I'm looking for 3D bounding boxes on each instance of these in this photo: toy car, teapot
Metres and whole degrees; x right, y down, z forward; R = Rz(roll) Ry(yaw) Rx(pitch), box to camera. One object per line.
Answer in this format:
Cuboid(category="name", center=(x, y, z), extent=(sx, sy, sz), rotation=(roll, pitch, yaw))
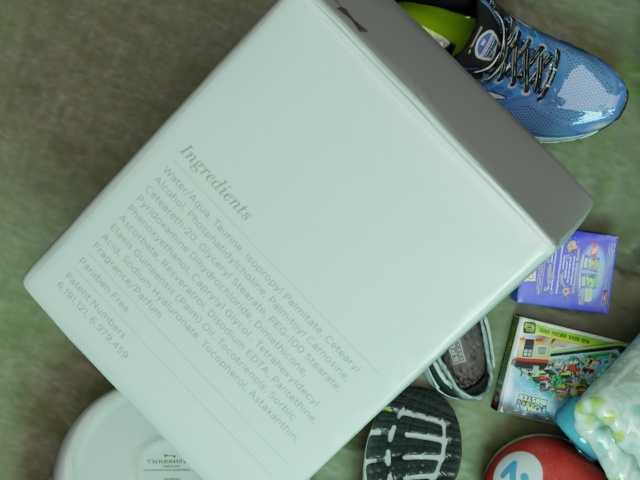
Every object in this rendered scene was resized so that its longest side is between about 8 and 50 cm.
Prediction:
Cuboid(category="toy car", center=(0.277, 0.321, 1.604), extent=(0.210, 0.238, 0.219), rotation=(42, 97, -9))
Cuboid(category="teapot", center=(-0.165, 0.279, 1.609), extent=(0.256, 0.187, 0.252), rotation=(36, 59, 11))

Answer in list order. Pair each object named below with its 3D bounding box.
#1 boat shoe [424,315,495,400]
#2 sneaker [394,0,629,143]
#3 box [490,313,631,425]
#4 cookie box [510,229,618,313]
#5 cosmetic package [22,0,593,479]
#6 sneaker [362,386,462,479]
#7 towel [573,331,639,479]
Cuboid(category="boat shoe", center=(0.122, 0.032, 1.667), extent=(0.113, 0.105, 0.306), rotation=(-13, 93, -6))
Cuboid(category="sneaker", center=(0.183, -0.192, 1.649), extent=(0.330, 0.147, 0.129), rotation=(16, 89, -7))
Cuboid(category="box", center=(0.310, 0.163, 1.725), extent=(0.207, 0.036, 0.114), rotation=(14, 90, -6))
Cuboid(category="cookie box", center=(0.277, 0.031, 1.716), extent=(0.107, 0.040, 0.091), rotation=(8, 91, -7))
Cuboid(category="cosmetic package", center=(0.000, 0.000, 1.467), extent=(0.327, 0.329, 0.393), rotation=(46, 107, 6))
Cuboid(category="sneaker", center=(0.081, 0.308, 1.671), extent=(0.111, 0.121, 0.300), rotation=(16, 70, -5))
Cuboid(category="towel", center=(0.456, 0.246, 1.630), extent=(0.320, 0.090, 0.374), rotation=(-38, 96, -46))
